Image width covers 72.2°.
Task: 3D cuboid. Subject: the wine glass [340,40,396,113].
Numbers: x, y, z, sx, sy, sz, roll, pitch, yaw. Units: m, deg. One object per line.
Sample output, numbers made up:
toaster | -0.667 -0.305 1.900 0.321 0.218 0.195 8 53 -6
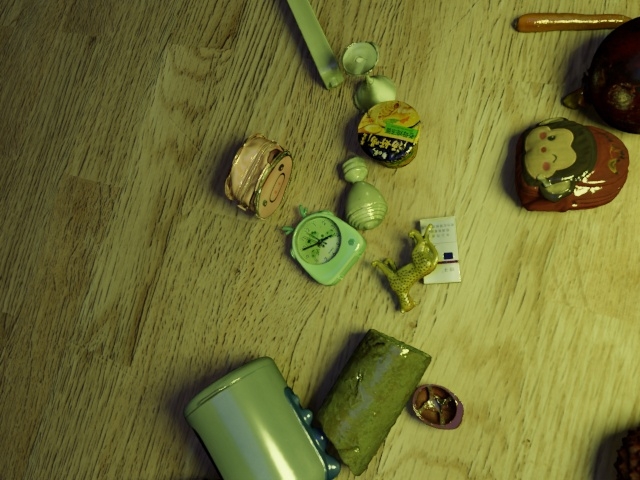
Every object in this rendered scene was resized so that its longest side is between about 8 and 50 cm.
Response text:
wine glass | 0.121 -0.405 1.092 0.122 0.183 0.122 -3 78 16

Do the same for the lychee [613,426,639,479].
lychee | 0.644 0.424 0.726 0.264 0.264 0.300 -16 97 15

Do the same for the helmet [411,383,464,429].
helmet | 0.260 0.365 0.972 0.111 0.057 0.089 22 84 21

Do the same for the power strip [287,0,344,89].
power strip | -0.024 -0.581 1.221 0.062 0.091 0.385 -25 74 10

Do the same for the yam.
yam | 0.107 0.346 0.971 0.168 0.168 0.304 33 91 21

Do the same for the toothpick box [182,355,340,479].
toothpick box | -0.116 0.464 0.987 0.263 0.263 0.355 -36 74 9

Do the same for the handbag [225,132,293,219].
handbag | -0.155 -0.167 1.148 0.116 0.179 0.205 27 90 14

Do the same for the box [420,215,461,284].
box | 0.282 0.024 1.036 0.083 0.040 0.154 -5 79 18

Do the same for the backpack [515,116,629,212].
backpack | 0.533 -0.154 0.939 0.229 0.139 0.229 -10 59 16

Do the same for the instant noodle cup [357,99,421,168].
instant noodle cup | 0.175 -0.249 1.079 0.151 0.122 0.152 -3 80 16

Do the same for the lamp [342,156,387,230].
lamp | 0.102 -0.114 1.095 0.106 0.106 0.193 -20 64 14

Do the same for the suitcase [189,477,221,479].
suitcase | -0.308 0.736 0.944 0.194 0.339 0.352 -21 75 13

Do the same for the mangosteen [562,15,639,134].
mangosteen | 0.632 -0.331 0.907 0.261 0.235 0.236 -6 76 52

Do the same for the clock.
clock | 0.000 0.000 1.121 0.211 0.066 0.159 43 95 21

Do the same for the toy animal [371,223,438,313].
toy animal | 0.218 0.063 1.010 0.181 0.073 0.136 -44 61 24

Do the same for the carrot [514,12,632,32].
carrot | 0.591 -0.513 1.033 0.247 0.043 0.043 8 83 17
